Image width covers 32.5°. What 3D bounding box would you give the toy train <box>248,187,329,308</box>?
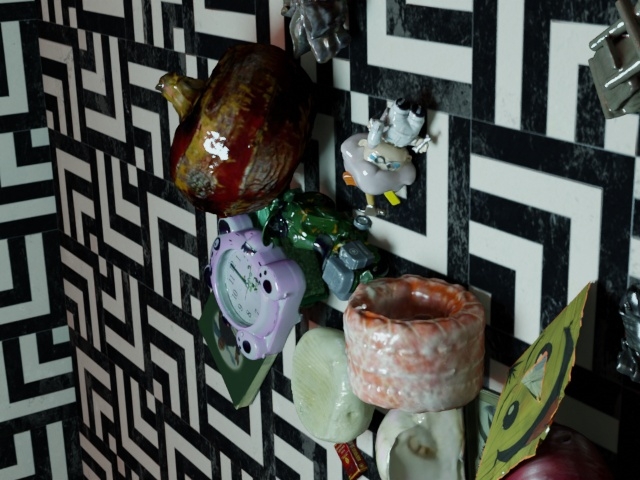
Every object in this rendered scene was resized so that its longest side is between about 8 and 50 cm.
[{"bbox_3d":[-0.081,0.019,2.219,0.154,0.115,0.269,-19,85,50],"label":"toy train"}]

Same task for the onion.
[{"bbox_3d":[0.346,0.442,1.559,0.347,0.286,0.347,12,-90,-86],"label":"onion"}]

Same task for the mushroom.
[{"bbox_3d":[0.147,0.338,1.887,0.173,0.162,0.236,32,133,60],"label":"mushroom"}]

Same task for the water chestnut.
[{"bbox_3d":[-0.169,-0.214,2.034,0.350,0.302,0.350,-63,7,13],"label":"water chestnut"}]

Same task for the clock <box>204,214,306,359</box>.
[{"bbox_3d":[-0.135,0.081,2.141,0.248,0.090,0.227,49,135,33],"label":"clock"}]

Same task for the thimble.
[{"bbox_3d":[0.152,0.161,1.781,0.239,0.239,0.162,27,125,52],"label":"thimble"}]

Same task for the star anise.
[{"bbox_3d":[0.000,-0.430,1.925,0.223,0.109,0.235,-132,40,-62],"label":"star anise"}]

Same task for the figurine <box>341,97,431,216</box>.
[{"bbox_3d":[0.106,-0.149,1.849,0.112,0.137,0.229,-87,19,-44],"label":"figurine"}]

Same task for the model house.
[{"bbox_3d":[0.410,-0.191,1.332,0.188,0.122,0.229,-42,68,58],"label":"model house"}]

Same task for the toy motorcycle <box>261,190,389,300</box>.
[{"bbox_3d":[0.000,0.000,2.002,0.274,0.187,0.124,48,138,36],"label":"toy motorcycle"}]

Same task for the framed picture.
[{"bbox_3d":[0.299,0.362,1.816,0.173,0.010,0.231,15,114,56],"label":"framed picture"}]

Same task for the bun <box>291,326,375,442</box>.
[{"bbox_3d":[0.039,0.272,2.088,0.231,0.133,0.231,3,94,58],"label":"bun"}]

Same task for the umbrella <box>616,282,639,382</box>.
[{"bbox_3d":[0.457,0.212,1.404,0.154,0.128,0.336,6,109,55],"label":"umbrella"}]

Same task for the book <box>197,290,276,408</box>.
[{"bbox_3d":[-0.175,0.182,2.494,0.260,0.043,0.371,61,144,28],"label":"book"}]

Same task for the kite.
[{"bbox_3d":[0.300,0.221,1.593,0.377,0.013,0.327,-63,3,5],"label":"kite"}]

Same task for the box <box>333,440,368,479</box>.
[{"bbox_3d":[0.061,0.438,2.219,0.082,0.023,0.051,63,147,23],"label":"box"}]
